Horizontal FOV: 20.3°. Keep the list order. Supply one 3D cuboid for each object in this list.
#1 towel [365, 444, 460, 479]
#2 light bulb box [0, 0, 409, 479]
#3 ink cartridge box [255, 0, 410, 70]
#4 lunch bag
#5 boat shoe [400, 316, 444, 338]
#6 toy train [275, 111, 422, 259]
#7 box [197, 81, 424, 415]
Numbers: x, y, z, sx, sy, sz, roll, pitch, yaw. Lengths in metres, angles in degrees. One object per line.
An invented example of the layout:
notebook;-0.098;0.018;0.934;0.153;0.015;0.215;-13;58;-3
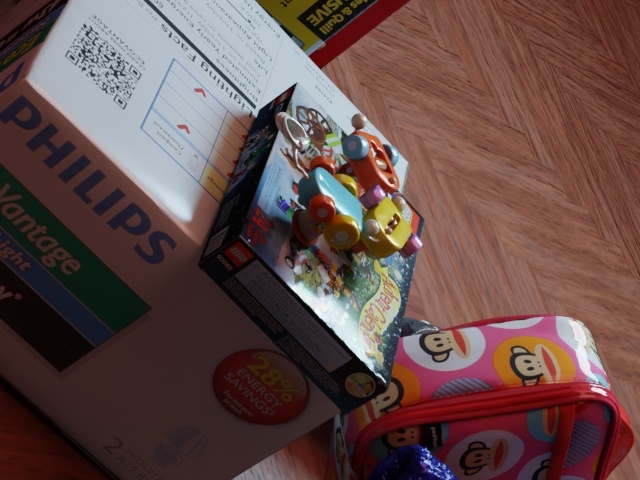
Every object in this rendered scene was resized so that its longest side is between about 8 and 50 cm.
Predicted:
towel;0.106;0.321;1.392;0.308;0.228;0.076;41;-9;-34
light bulb box;-0.138;-0.038;1.453;0.358;0.225;0.361;45;30;-18
ink cartridge box;-0.079;-0.224;1.663;0.272;0.309;0.130;40;31;-25
lunch bag;0.136;0.190;1.492;0.258;0.293;0.120;-8;48;-11
boat shoe;0.147;0.138;1.867;0.206;0.075;0.065;37;8;-42
toy train;0.014;-0.037;1.304;0.166;0.046;0.125;6;53;-59
box;0.000;0.000;1.337;0.159;0.044;0.233;46;29;-18
